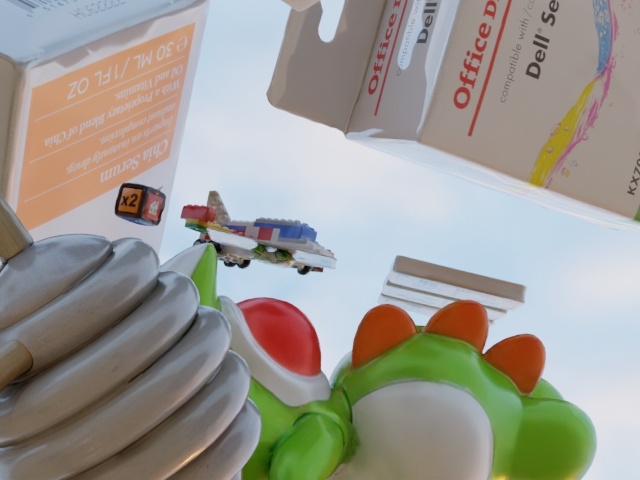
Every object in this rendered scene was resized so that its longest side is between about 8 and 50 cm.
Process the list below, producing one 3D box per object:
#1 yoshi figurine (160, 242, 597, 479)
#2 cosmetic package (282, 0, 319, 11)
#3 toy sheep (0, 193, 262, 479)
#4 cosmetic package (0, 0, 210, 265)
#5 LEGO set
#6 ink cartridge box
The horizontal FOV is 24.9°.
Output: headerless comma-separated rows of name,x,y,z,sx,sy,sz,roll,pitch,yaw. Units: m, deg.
yoshi figurine,-0.025,0.142,0.782,0.362,0.203,0.203,5,-36,-20
cosmetic package,0.054,-0.275,0.825,0.309,0.113,0.160,-28,-30,24
toy sheep,-0.066,0.044,0.430,0.091,0.091,0.132,-26,-74,12
cosmetic package,-0.252,-0.001,1.169,0.161,0.230,0.453,28,-56,20
LEGO set,0.000,0.000,0.901,0.244,0.182,0.060,13,-98,2
ink cartridge box,0.155,-0.144,1.123,0.353,0.119,0.207,16,-91,-29
